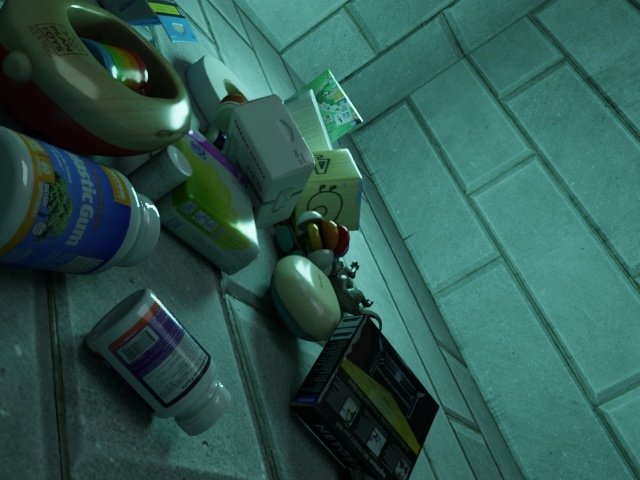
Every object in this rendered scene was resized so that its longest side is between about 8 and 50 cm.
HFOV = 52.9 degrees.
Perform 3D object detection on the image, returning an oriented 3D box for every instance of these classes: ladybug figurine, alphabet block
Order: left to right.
[{"bbox_3d":[-0.382,-0.259,1.072,0.305,0.162,0.449,53,15,2],"label":"ladybug figurine"},{"bbox_3d":[0.004,-0.145,1.917,0.193,0.197,0.193,-111,-163,-52],"label":"alphabet block"}]

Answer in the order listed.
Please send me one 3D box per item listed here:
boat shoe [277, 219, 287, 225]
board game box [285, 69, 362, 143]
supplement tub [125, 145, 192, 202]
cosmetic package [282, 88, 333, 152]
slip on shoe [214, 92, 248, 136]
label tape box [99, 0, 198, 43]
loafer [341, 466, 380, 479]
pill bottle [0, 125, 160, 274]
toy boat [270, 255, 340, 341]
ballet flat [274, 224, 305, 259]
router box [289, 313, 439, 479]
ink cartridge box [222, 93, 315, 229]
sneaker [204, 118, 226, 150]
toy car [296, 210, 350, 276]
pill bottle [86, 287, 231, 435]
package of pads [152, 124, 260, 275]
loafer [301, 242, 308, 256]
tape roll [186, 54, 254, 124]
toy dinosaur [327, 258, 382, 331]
[{"bbox_3d":[-0.147,-0.114,1.767,0.183,0.066,0.066,46,26,-27],"label":"boat shoe"},{"bbox_3d":[-0.042,-0.413,2.239,0.214,0.317,0.046,55,12,-9],"label":"board game box"},{"bbox_3d":[-0.298,-0.118,1.181,0.071,0.107,0.071,52,15,-20],"label":"supplement tub"},{"bbox_3d":[-0.032,-0.279,2.125,0.217,0.156,0.385,-92,161,-68],"label":"cosmetic package"},{"bbox_3d":[-0.171,-0.262,1.738,0.331,0.123,0.101,55,28,-41],"label":"slip on shoe"},{"bbox_3d":[-0.484,-0.639,1.670,0.348,0.115,0.249,57,14,-11],"label":"label tape box"},{"bbox_3d":[0.065,0.501,1.159,0.084,0.096,0.267,37,8,-1],"label":"loafer"},{"bbox_3d":[-0.328,-0.037,0.816,0.152,0.152,0.272,62,16,18],"label":"pill bottle"},{"bbox_3d":[-0.006,0.191,1.486,0.318,0.148,0.267,45,12,-17],"label":"toy boat"},{"bbox_3d":[-0.069,0.044,1.681,0.068,0.072,0.213,50,15,-43],"label":"ballet flat"},{"bbox_3d":[0.104,0.348,1.352,0.309,0.081,0.243,52,49,-21],"label":"router box"},{"bbox_3d":[-0.137,-0.179,1.535,0.207,0.117,0.283,61,-24,14],"label":"ink cartridge box"},{"bbox_3d":[-0.263,-0.272,1.726,0.084,0.058,0.152,42,12,-21],"label":"sneaker"},{"bbox_3d":[0.013,0.009,1.730,0.182,0.136,0.159,97,-21,-66],"label":"toy car"},{"bbox_3d":[-0.210,0.168,0.866,0.193,0.108,0.108,53,15,-18],"label":"pill bottle"},{"bbox_3d":[-0.239,-0.092,1.341,0.229,0.101,0.297,44,20,-40],"label":"package of pads"},{"bbox_3d":[0.000,0.000,1.986,0.080,0.078,0.220,55,15,-12],"label":"loafer"},{"bbox_3d":[-0.258,-0.387,1.970,0.392,0.072,0.392,52,16,-21],"label":"tape roll"},{"bbox_3d":[0.072,0.149,1.908,0.160,0.121,0.314,-9,75,-59],"label":"toy dinosaur"}]
